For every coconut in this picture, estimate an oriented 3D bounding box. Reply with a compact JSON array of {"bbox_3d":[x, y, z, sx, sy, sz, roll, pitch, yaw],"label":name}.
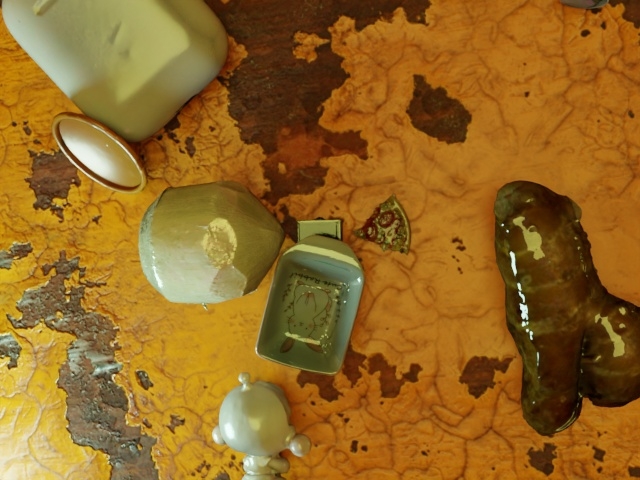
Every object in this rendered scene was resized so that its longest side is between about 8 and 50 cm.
[{"bbox_3d":[-0.176,0.004,1.226,0.234,0.224,0.224,7,93,10],"label":"coconut"}]

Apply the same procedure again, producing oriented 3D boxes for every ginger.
[{"bbox_3d":[0.406,0.093,1.167,0.254,0.176,0.418,-16,94,4],"label":"ginger"}]

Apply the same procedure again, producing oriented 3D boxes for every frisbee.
[{"bbox_3d":[-0.379,-0.156,1.279,0.192,0.192,0.035,28,61,6],"label":"frisbee"}]

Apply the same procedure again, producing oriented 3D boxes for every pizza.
[{"bbox_3d":[0.122,-0.015,1.274,0.100,0.029,0.099,-43,87,7],"label":"pizza"}]

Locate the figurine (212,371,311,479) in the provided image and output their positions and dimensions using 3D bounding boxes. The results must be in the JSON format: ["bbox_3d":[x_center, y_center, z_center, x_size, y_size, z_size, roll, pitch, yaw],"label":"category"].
[{"bbox_3d":[-0.118,0.354,1.274,0.145,0.182,0.256,-1,84,-34],"label":"figurine"}]

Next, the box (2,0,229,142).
[{"bbox_3d":[-0.349,-0.364,1.259,0.289,0.141,0.349,-41,95,10],"label":"box"}]

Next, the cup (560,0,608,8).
[{"bbox_3d":[0.425,-0.442,1.204,0.104,0.074,0.116,7,89,36],"label":"cup"}]

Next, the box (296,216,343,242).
[{"bbox_3d":[0.000,0.000,1.288,0.080,0.035,0.083,-2,92,8],"label":"box"}]

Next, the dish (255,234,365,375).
[{"bbox_3d":[-0.012,0.104,1.264,0.154,0.064,0.234,15,103,0],"label":"dish"}]
